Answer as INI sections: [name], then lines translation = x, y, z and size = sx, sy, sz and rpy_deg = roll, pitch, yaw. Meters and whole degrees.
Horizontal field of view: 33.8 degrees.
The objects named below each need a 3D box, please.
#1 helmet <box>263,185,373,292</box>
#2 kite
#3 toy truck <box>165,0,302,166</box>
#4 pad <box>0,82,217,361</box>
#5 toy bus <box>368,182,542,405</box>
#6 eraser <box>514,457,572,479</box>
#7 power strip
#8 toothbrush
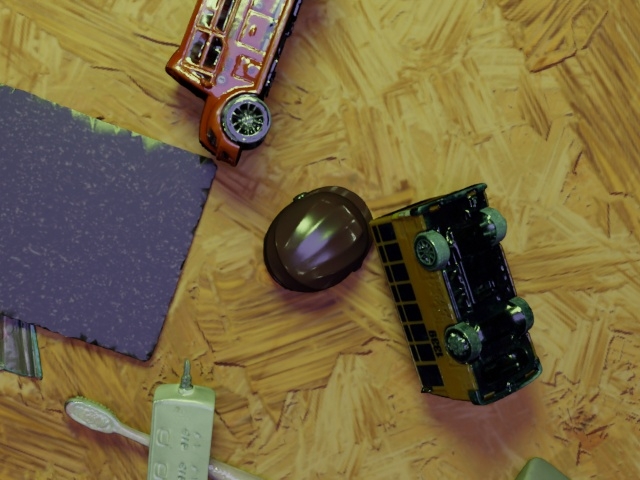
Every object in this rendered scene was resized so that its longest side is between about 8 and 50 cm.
[helmet]
translation = 0.000, 0.000, 1.051
size = 0.123, 0.070, 0.098
rpy_deg = -40, 95, -1
[kite]
translation = -0.410, 0.034, 1.047
size = 0.335, 0.011, 0.314
rpy_deg = 36, 89, -5
[toy truck]
translation = -0.073, -0.203, 1.017
size = 0.114, 0.107, 0.253
rpy_deg = 21, 89, -5
[pad]
translation = -0.290, -0.032, 1.050
size = 0.330, 0.004, 0.220
rpy_deg = 20, 88, -7
[toy bus]
translation = 0.131, 0.056, 1.041
size = 0.098, 0.114, 0.201
rpy_deg = -21, 95, -33
[eraser]
translation = 0.157, 0.388, 1.073
size = 0.089, 0.061, 0.352
rpy_deg = 37, 84, 0
[power strip]
translation = -0.142, 0.240, 1.047
size = 0.060, 0.027, 0.253
rpy_deg = 5, 103, -4
[toothbrush]
translation = -0.119, 0.228, 1.076
size = 0.307, 0.029, 0.025
rpy_deg = 26, 94, -8
